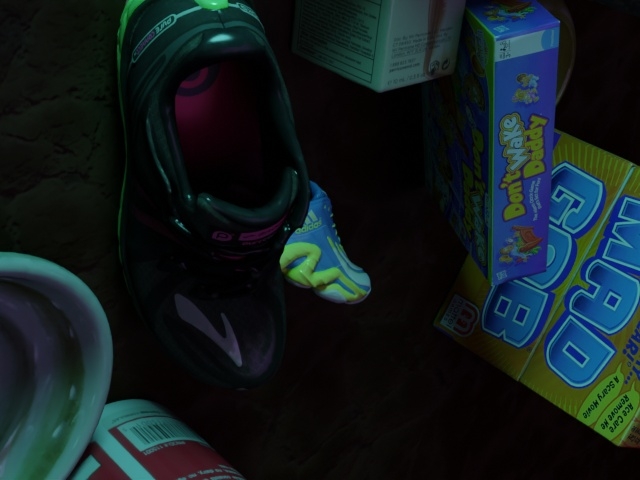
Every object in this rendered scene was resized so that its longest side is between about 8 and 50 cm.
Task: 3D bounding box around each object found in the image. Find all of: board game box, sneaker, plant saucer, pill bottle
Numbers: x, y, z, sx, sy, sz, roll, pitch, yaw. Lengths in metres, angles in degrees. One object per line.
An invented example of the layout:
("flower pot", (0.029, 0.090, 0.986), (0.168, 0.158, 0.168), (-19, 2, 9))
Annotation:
("board game box", (0.471, 0.081, 1.662), (0.356, 0.356, 0.356), (16, 103, -50))
("board game box", (0.199, -0.153, 1.311), (0.078, 0.233, 0.347), (-15, 129, -10))
("sneaker", (-0.111, -0.025, 1.082), (0.185, 0.202, 0.483), (-15, 124, -14))
("sneaker", (0.000, 0.000, 1.327), (0.240, 0.091, 0.126), (18, 101, -49))
("plant saucer", (0.288, -0.237, 1.511), (0.241, 0.037, 0.241), (-26, 133, -33))
("pill bottle", (-0.137, 0.369, 1.178), (0.229, 0.408, 0.229), (-25, 131, -33))
("plant saucer", (-0.384, 0.169, 1.012), (0.400, 0.100, 0.400), (-34, 143, -31))

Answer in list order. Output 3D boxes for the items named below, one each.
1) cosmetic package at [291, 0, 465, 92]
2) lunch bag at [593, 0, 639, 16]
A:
("cosmetic package", (0.072, -0.326, 1.137), (0.129, 0.153, 0.296), (-20, 130, -38))
("lunch bag", (0.420, -0.444, 1.350), (0.287, 0.235, 0.169), (-53, 141, -5))
